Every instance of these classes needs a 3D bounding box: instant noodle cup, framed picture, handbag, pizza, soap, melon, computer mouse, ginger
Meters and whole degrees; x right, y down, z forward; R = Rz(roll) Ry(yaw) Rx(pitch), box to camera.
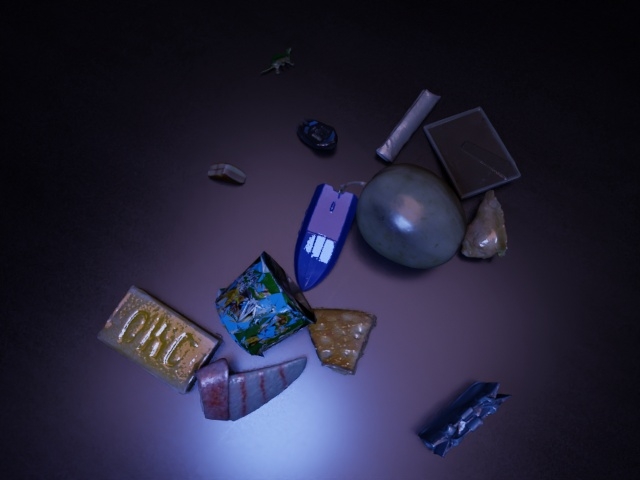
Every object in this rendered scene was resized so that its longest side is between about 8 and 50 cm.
[{"bbox_3d":[-0.146,0.169,1.463,0.178,0.240,0.240,-36,81,3],"label":"instant noodle cup"},{"bbox_3d":[0.430,-0.255,1.645,0.189,0.023,0.259,-21,69,-5],"label":"framed picture"},{"bbox_3d":[0.360,0.445,1.441,0.229,0.179,0.062,-39,81,-11],"label":"handbag"},{"bbox_3d":[0.032,0.263,1.529,0.204,0.080,0.188,13,55,11],"label":"pizza"},{"bbox_3d":[-0.417,0.257,1.507,0.274,0.089,0.173,31,81,5],"label":"soap"},{"bbox_3d":[0.231,-0.063,1.509,0.272,0.272,0.307,-30,83,-7],"label":"melon"},{"bbox_3d":[-0.009,-0.301,1.656,0.135,0.047,0.079,36,67,17],"label":"computer mouse"},{"bbox_3d":[0.443,-0.041,1.589,0.123,0.115,0.193,-8,65,15],"label":"ginger"}]

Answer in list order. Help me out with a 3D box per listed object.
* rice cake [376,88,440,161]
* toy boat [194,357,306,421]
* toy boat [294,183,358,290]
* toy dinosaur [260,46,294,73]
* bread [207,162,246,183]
[{"bbox_3d":[0.254,-0.335,1.667,0.057,0.052,0.256,37,80,3],"label":"rice cake"},{"bbox_3d":[-0.169,0.368,1.473,0.283,0.096,0.206,-13,119,-15],"label":"toy boat"},{"bbox_3d":[0.000,0.000,1.579,0.129,0.088,0.295,20,89,2],"label":"toy boat"},{"bbox_3d":[-0.129,-0.530,1.716,0.120,0.029,0.060,-30,65,-2],"label":"toy dinosaur"},{"bbox_3d":[-0.264,-0.192,1.620,0.109,0.062,0.043,13,77,-2],"label":"bread"}]
